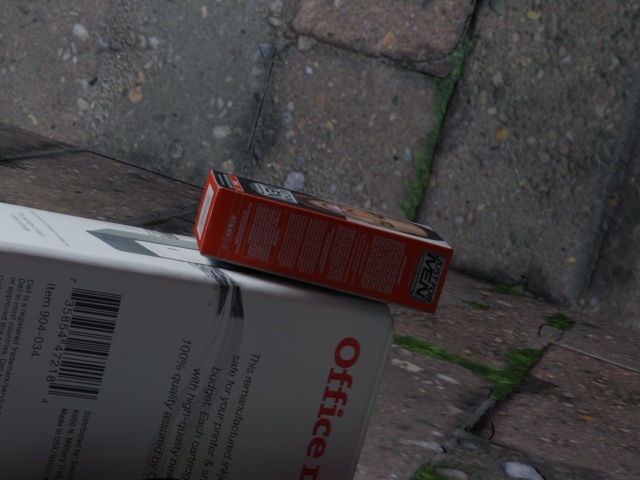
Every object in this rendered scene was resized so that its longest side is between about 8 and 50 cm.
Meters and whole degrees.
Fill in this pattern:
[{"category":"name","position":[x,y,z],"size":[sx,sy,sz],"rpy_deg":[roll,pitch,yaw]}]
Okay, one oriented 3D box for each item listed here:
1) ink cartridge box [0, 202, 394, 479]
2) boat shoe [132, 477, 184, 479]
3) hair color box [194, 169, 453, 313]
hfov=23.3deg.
[{"category":"ink cartridge box","position":[-0.119,0.097,0.899],"size":[0.272,0.198,0.115],"rpy_deg":[11,11,-28]},{"category":"boat shoe","position":[-0.197,0.151,0.736],"size":[0.340,0.113,0.127],"rpy_deg":[10,13,-28]},{"category":"hair color box","position":[0.000,0.000,0.911],"size":[0.141,0.043,0.072],"rpy_deg":[15,9,-11]}]
